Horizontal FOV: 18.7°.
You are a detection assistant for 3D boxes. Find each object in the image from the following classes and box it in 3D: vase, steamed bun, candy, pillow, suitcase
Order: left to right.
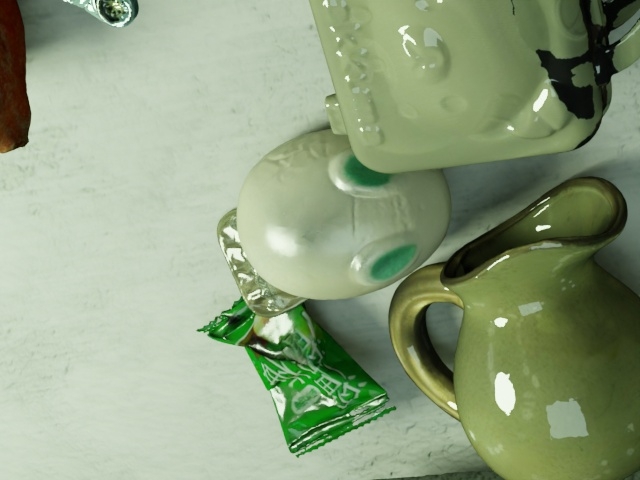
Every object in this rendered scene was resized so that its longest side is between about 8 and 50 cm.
[{"bbox_3d":[-0.023,0.137,2.185,0.141,0.078,0.203,-30,98,39],"label":"candy"},{"bbox_3d":[0.000,0.000,2.103,0.217,0.033,0.130,-19,102,16],"label":"pillow"},{"bbox_3d":[0.020,-0.025,2.007,0.228,0.131,0.177,-7,99,14],"label":"steamed bun"},{"bbox_3d":[0.152,-0.235,1.823,0.339,0.194,0.351,-6,130,14],"label":"suitcase"},{"bbox_3d":[0.210,0.106,2.087,0.329,0.241,0.302,-4,117,39],"label":"vase"}]

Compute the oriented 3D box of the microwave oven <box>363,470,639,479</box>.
[{"bbox_3d":[0.259,0.440,2.216,0.432,0.374,0.236,-5,135,2],"label":"microwave oven"}]

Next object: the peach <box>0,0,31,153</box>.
[{"bbox_3d":[-0.389,-0.174,1.898,0.256,0.232,0.232,37,121,-9],"label":"peach"}]

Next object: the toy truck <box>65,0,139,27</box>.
[{"bbox_3d":[-0.193,-0.313,1.798,0.140,0.108,0.257,30,131,0],"label":"toy truck"}]
